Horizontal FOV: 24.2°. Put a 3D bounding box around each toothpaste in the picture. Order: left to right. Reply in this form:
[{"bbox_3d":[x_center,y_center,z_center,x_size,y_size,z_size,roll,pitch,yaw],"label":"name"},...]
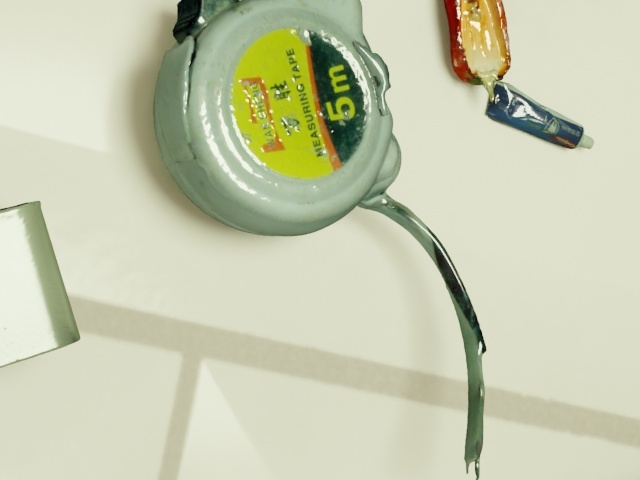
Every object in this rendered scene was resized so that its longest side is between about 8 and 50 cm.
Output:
[{"bbox_3d":[0.152,-0.082,1.022,0.083,0.019,0.027,22,96,-18],"label":"toothpaste"}]

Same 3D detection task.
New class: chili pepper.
[{"bbox_3d":[0.096,-0.178,0.996,0.045,0.027,0.178,-10,92,-29],"label":"chili pepper"}]

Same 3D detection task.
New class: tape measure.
[{"bbox_3d":[0.000,0.000,0.911,0.164,0.084,0.330,-17,94,-22],"label":"tape measure"}]

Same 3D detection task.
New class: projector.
[{"bbox_3d":[-0.188,0.029,0.825,0.083,0.083,0.082,-18,95,-25],"label":"projector"}]
